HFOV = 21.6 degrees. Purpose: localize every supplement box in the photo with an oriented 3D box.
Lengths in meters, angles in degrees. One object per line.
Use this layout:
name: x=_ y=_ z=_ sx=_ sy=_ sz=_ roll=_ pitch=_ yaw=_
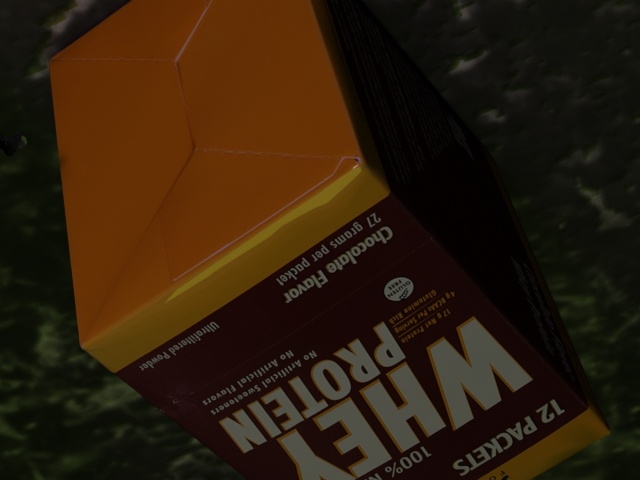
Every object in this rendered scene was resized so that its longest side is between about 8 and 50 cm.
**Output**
supplement box: x=0.000 y=0.000 z=0.723 sx=0.129 sy=0.191 sz=0.194 roll=-33 pitch=130 yaw=15

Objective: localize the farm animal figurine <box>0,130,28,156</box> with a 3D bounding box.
farm animal figurine: x=-0.283 y=-0.063 z=0.633 sx=0.326 sy=0.172 sz=0.330 roll=5 pitch=121 yaw=-33
